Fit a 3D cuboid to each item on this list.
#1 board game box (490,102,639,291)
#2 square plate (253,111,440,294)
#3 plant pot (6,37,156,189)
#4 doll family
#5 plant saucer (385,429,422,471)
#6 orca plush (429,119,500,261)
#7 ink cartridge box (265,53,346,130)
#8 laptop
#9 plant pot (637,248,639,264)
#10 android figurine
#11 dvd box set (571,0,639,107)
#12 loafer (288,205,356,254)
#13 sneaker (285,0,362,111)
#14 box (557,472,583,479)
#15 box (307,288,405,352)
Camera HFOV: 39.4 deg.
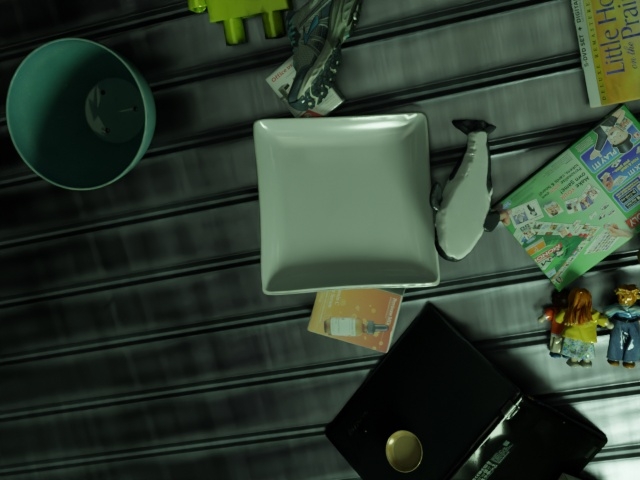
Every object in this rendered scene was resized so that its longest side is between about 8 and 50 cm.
[{"bbox_3d":[0.520,-0.080,1.727,0.317,0.046,0.213,-39,92,16],"label":"board game box"},{"bbox_3d":[0.048,-0.073,1.747,0.344,0.049,0.347,-3,81,-4],"label":"square plate"},{"bbox_3d":[-0.452,-0.258,1.805,0.290,0.195,0.290,2,101,10],"label":"plant pot"},{"bbox_3d":[0.557,0.162,1.728,0.263,0.118,0.163,1,102,10],"label":"doll family"},{"bbox_3d":[0.173,0.428,1.820,0.083,0.015,0.083,-5,80,33],"label":"plant saucer"},{"bbox_3d":[0.262,-0.093,1.748,0.151,0.102,0.287,4,79,-21],"label":"orca plush"},{"bbox_3d":[-0.029,-0.301,1.786,0.099,0.056,0.135,-39,92,16],"label":"ink cartridge box"},{"bbox_3d":[0.299,0.415,1.883,0.408,0.236,0.382,29,108,-25],"label":"laptop"},{"bbox_3d":[0.722,0.003,1.630,0.254,0.237,0.237,-39,92,31],"label":"plant pot"},{"bbox_3d":[-0.151,-0.530,1.767,0.248,0.056,0.273,-5,102,12],"label":"android figurine"},{"bbox_3d":[0.654,-0.418,1.549,0.420,0.062,0.307,-6,100,34],"label":"dvd box set"},{"bbox_3d":[0.000,0.000,1.820,0.268,0.102,0.092,35,114,2],"label":"loafer"},{"bbox_3d":[-0.016,-0.378,1.714,0.122,0.110,0.283,19,73,10],"label":"sneaker"},{"bbox_3d":[0.484,0.623,1.833,0.113,0.094,0.275,25,105,-18],"label":"box"},{"bbox_3d":[0.076,0.137,1.833,0.170,0.091,0.130,15,103,8],"label":"box"}]
